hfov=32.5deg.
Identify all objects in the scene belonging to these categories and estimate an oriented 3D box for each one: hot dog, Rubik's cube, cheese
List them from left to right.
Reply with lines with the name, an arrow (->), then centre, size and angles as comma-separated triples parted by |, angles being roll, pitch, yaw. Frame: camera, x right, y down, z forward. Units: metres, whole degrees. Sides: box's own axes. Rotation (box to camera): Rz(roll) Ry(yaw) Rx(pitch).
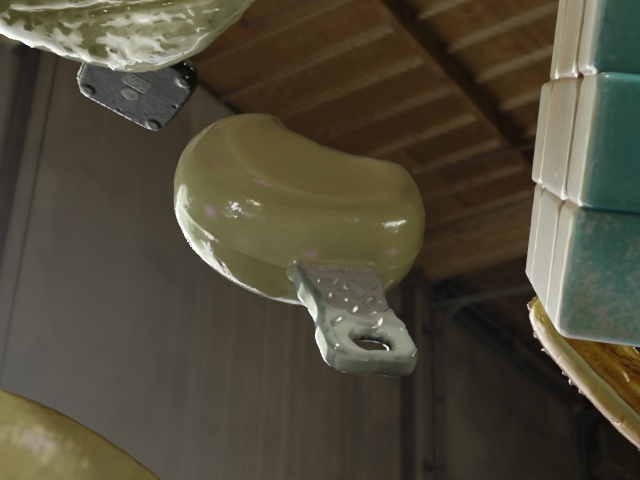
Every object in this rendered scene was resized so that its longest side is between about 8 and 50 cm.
cheese -> -0.019, -0.001, 0.650 | 0.163, 0.249, 0.071 | 14, -65, 0
hot dog -> 0.325, 0.156, 1.234 | 0.249, 0.102, 0.076 | 44, -54, 3
Rubik's cube -> 0.363, -0.077, 0.961 | 0.321, 0.316, 0.319 | 7, 8, 5

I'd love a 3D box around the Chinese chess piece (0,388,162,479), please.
Chinese chess piece -> -0.236, 0.220, 0.704 | 0.338, 0.140, 0.338 | 11, -40, 10

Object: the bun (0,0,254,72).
bun -> -0.133, -0.282, 0.678 | 0.349, 0.227, 0.352 | -2, -36, 19

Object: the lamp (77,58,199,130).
lamp -> -0.223, -0.263, 1.239 | 0.203, 0.283, 0.124 | 26, -57, -18
